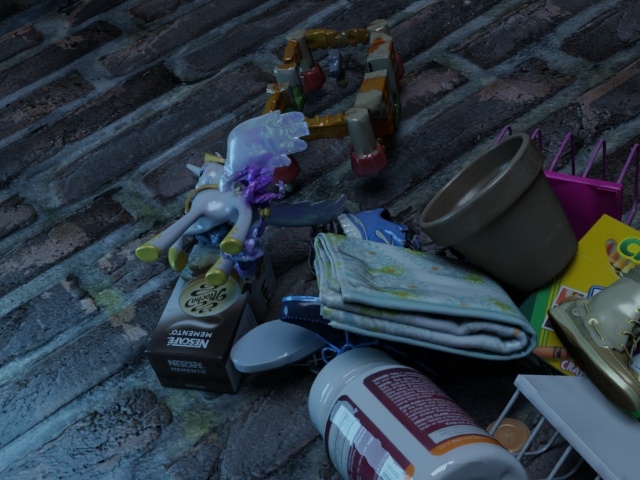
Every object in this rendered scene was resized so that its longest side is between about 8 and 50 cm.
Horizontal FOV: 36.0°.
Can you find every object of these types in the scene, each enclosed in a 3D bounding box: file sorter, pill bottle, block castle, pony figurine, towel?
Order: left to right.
[{"bbox_3d":[-0.162,-0.079,1.996,0.351,0.302,0.363,-5,40,22],"label":"pony figurine"},{"bbox_3d":[0.037,-0.322,2.371,0.303,0.212,0.453,-4,42,17],"label":"block castle"},{"bbox_3d":[0.140,0.340,1.601,0.224,0.224,0.392,-27,29,-13],"label":"pill bottle"},{"bbox_3d":[0.171,0.091,1.760,0.375,0.090,0.320,13,18,-8],"label":"towel"},{"bbox_3d":[0.493,-0.106,2.029,0.291,0.202,0.182,13,47,27],"label":"file sorter"},{"bbox_3d":[0.418,0.365,1.545,0.193,0.173,0.277,7,29,-38],"label":"file sorter"}]

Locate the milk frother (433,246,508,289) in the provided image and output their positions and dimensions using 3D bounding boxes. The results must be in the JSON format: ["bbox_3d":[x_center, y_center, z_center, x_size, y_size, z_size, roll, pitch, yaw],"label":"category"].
[{"bbox_3d":[0.299,0.054,2.003,0.143,0.129,0.134,-57,41,19],"label":"milk frother"}]

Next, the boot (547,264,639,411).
[{"bbox_3d":[0.520,0.152,1.631,0.203,0.095,0.262,-28,30,0],"label":"boot"}]

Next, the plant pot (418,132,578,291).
[{"bbox_3d":[0.355,-0.035,1.838,0.263,0.229,0.263,-43,9,8],"label":"plant pot"}]

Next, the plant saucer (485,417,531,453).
[{"bbox_3d":[0.330,0.348,1.738,0.084,0.013,0.083,-8,44,8],"label":"plant saucer"}]

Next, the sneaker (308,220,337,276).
[{"bbox_3d":[0.000,0.000,2.140,0.072,0.077,0.178,-12,44,5],"label":"sneaker"}]

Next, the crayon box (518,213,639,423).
[{"bbox_3d":[0.561,0.160,1.755,0.313,0.106,0.363,-46,51,-12],"label":"crayon box"}]

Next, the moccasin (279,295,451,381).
[{"bbox_3d":[0.088,0.183,1.807,0.342,0.138,0.116,14,81,-9],"label":"moccasin"}]

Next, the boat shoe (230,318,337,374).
[{"bbox_3d":[-0.024,0.201,1.922,0.306,0.105,0.113,-25,40,-19],"label":"boat shoe"}]

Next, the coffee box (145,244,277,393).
[{"bbox_3d":[-0.216,0.155,2.008,0.168,0.118,0.297,3,46,17],"label":"coffee box"}]

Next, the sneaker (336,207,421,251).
[{"bbox_3d":[0.146,0.033,2.030,0.147,0.129,0.330,-22,43,-4],"label":"sneaker"}]
